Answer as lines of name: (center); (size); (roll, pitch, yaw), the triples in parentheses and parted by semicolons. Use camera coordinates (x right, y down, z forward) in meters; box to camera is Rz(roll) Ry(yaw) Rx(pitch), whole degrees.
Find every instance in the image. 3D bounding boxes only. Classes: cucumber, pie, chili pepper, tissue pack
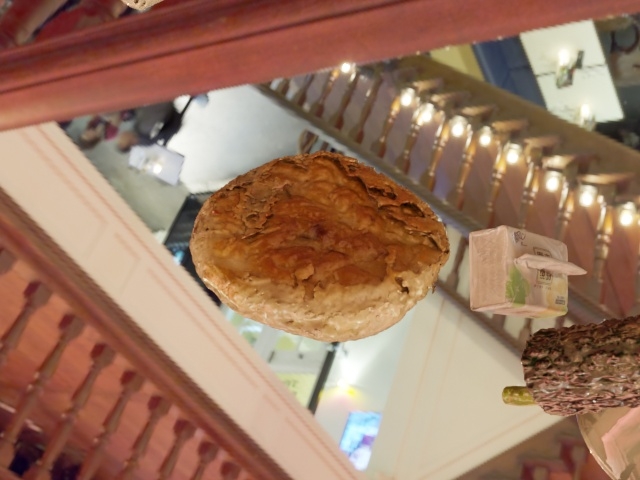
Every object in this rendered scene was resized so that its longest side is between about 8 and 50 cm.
cucumber: (0.373, 0.108, 0.799); (0.359, 0.096, 0.096); (-15, 132, 38)
pie: (0.000, 0.000, 0.893); (0.274, 0.274, 0.055); (13, 134, 13)
chili pepper: (0.460, 0.305, 1.673); (0.202, 0.052, 0.050); (-6, 124, 25)
tissue pack: (0.412, 0.065, 1.657); (0.145, 0.159, 0.229); (-9, 165, 44)

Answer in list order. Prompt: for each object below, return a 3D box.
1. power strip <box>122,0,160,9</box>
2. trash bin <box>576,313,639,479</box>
power strip: (-0.064, -0.219, 0.574); (0.035, 0.192, 0.081); (48, 145, 5)
trash bin: (0.545, 0.183, 1.153); (0.280, 0.280, 0.432); (20, 135, 2)
